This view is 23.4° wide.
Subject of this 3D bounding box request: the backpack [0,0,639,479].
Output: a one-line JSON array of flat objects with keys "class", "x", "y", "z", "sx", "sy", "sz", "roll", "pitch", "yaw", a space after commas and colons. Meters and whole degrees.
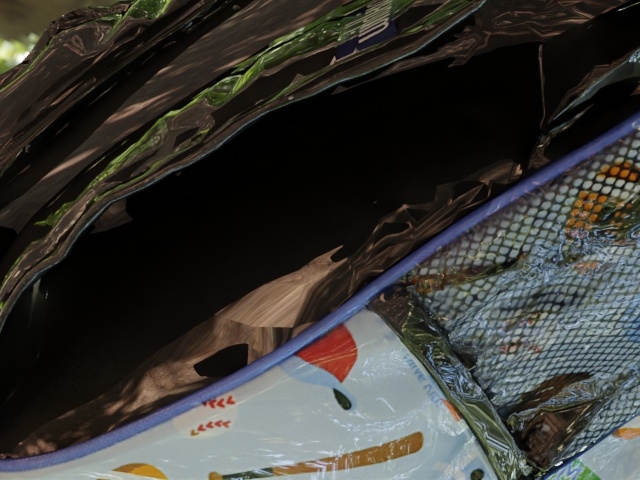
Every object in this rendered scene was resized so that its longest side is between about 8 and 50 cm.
[{"class": "backpack", "x": 0.000, "y": 0.000, "z": 0.504, "sx": 0.263, "sy": 0.213, "sz": 0.276, "roll": -28, "pitch": -150, "yaw": -3}]
